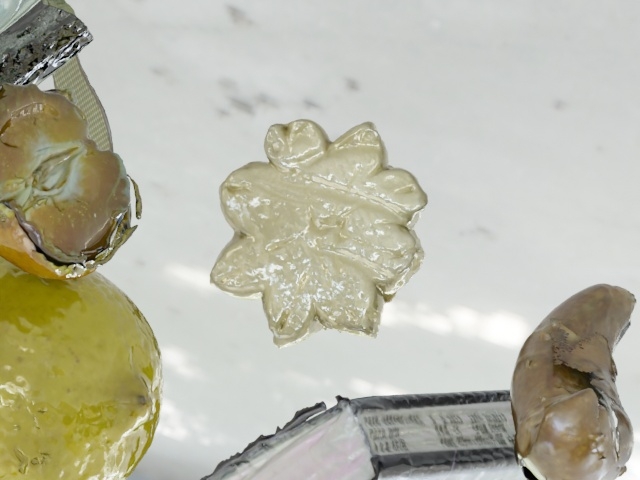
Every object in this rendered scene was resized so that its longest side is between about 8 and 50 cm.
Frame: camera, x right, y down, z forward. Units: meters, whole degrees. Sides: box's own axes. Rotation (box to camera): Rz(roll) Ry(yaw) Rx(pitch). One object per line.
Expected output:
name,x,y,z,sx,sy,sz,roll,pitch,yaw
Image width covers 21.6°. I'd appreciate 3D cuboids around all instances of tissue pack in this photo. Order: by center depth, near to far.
tissue pack,0.058,0.256,1.765,0.259,0.122,0.361,-35,158,32

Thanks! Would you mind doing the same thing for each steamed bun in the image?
steamed bun,0.000,0.000,2.142,0.295,0.292,0.137,57,-178,10

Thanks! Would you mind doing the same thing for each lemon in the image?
lemon,-0.269,0.125,1.451,0.267,0.267,0.267,19,162,6

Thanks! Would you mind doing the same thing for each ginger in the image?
ginger,0.223,0.140,1.492,0.107,0.133,0.309,11,-159,5

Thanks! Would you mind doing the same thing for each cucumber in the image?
cucumber,-0.371,-0.146,1.717,0.081,0.303,0.072,44,168,46

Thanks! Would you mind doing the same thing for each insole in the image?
insole,-0.338,-0.207,2.289,0.086,0.253,0.005,-26,170,37

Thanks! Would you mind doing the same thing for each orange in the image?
orange,-0.229,-0.043,1.362,0.160,0.170,0.112,23,134,-28

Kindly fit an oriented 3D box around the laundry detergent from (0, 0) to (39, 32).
laundry detergent,-0.394,-0.198,1.272,0.124,0.398,0.264,31,160,55
